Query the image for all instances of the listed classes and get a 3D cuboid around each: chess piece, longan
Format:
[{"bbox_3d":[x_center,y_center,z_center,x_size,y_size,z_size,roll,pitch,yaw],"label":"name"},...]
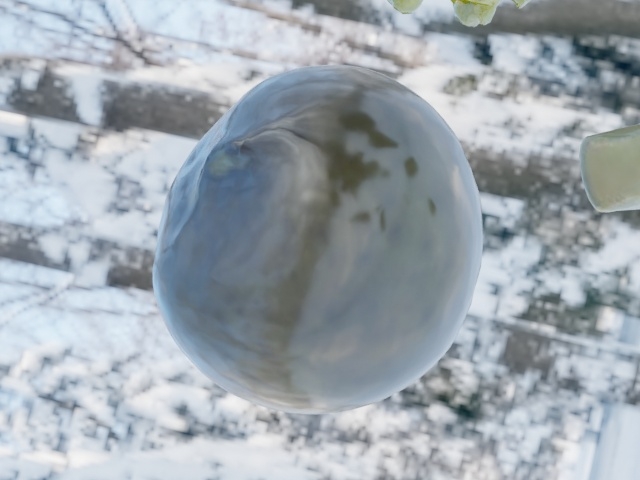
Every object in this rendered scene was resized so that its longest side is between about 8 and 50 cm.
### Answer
[{"bbox_3d":[0.168,-0.037,0.568,0.200,0.090,0.090,-7,-70,-64],"label":"chess piece"},{"bbox_3d":[0.000,0.000,1.276,0.319,0.319,0.319,13,-90,-80],"label":"longan"}]

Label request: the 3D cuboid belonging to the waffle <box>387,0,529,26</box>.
[{"bbox_3d":[0.078,-0.265,0.789,0.060,0.262,0.280,-21,-16,-47],"label":"waffle"}]
